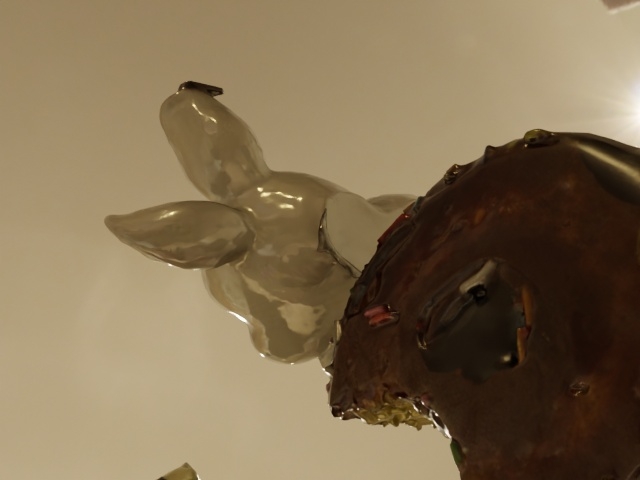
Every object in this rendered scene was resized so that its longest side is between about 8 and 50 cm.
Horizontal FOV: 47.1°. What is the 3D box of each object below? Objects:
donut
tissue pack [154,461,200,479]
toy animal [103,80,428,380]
[{"bbox_3d":[0.113,0.055,0.379,0.096,0.230,0.216,30,-96,-37],"label":"donut"},{"bbox_3d":[-0.193,0.397,0.497,0.405,0.205,0.331,-23,-119,-31],"label":"tissue pack"},{"bbox_3d":[0.002,0.007,0.601,0.325,0.154,0.208,37,-134,-27],"label":"toy animal"}]
